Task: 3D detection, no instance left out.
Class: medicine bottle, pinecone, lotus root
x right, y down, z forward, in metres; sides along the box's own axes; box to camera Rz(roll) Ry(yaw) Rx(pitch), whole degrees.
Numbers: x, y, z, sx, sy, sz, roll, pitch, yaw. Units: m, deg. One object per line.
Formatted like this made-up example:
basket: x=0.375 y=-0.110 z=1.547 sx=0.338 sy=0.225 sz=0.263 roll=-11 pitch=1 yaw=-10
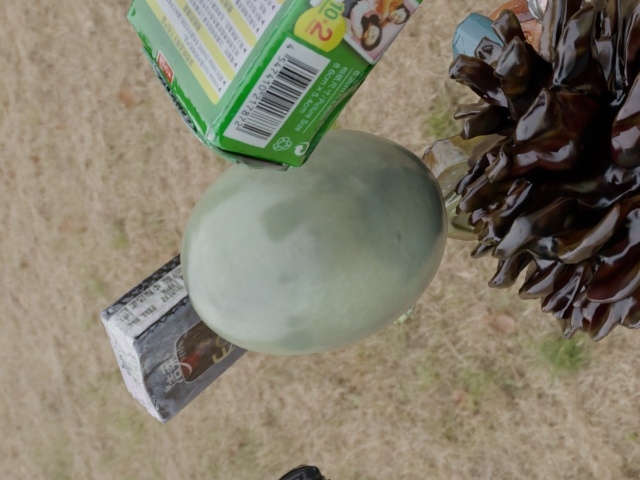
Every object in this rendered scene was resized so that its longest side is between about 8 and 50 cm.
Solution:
medicine bottle: x=0.303 y=-0.268 z=1.203 sx=0.258 sy=0.079 sz=0.124 roll=48 pitch=178 yaw=37
pinecone: x=0.303 y=-0.102 z=0.806 sx=0.397 sy=0.397 sz=0.398 roll=24 pitch=122 yaw=46
lotus root: x=0.370 y=-0.120 z=1.845 sx=0.374 sy=0.390 sz=0.111 roll=-19 pitch=58 yaw=21

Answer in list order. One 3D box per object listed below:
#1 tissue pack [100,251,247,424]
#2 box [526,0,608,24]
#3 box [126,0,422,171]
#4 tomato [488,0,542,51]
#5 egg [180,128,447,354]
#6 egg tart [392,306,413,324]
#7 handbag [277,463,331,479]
tissue pack: x=-0.185 y=0.114 z=1.306 sx=0.122 sy=0.361 sz=0.259 roll=32 pitch=145 yaw=28
box: x=0.502 y=-0.491 z=1.489 sx=0.135 sy=0.151 sz=0.151 roll=31 pitch=128 yaw=58
box: x=-0.021 y=-0.191 z=0.539 sx=0.250 sy=0.103 sz=0.180 roll=-50 pitch=57 yaw=27
tomato: x=0.530 y=-0.501 z=1.873 sx=0.338 sy=0.338 sz=0.144 roll=-29 pitch=56 yaw=53
egg: x=0.000 y=0.000 z=0.900 sx=0.258 sy=0.352 sz=0.259 roll=17 pitch=115 yaw=40
egg tart: x=0.152 y=0.078 z=1.575 sx=0.197 sy=0.078 sz=0.197 roll=-164 pitch=90 yaw=-84
handbag: x=0.015 y=0.414 z=0.965 sx=0.223 sy=0.080 sz=0.247 roll=74 pitch=173 yaw=-65
